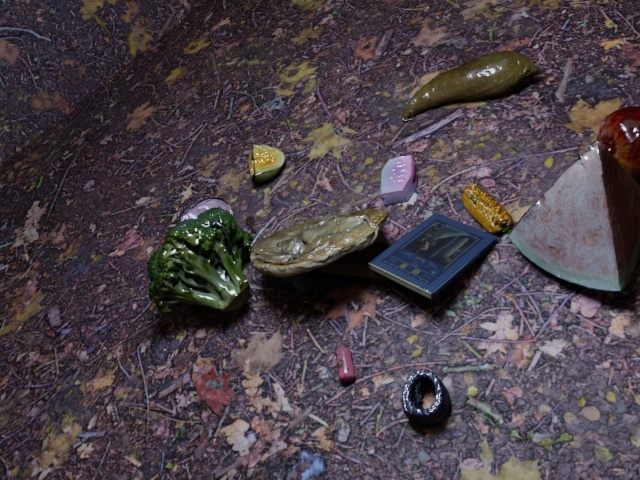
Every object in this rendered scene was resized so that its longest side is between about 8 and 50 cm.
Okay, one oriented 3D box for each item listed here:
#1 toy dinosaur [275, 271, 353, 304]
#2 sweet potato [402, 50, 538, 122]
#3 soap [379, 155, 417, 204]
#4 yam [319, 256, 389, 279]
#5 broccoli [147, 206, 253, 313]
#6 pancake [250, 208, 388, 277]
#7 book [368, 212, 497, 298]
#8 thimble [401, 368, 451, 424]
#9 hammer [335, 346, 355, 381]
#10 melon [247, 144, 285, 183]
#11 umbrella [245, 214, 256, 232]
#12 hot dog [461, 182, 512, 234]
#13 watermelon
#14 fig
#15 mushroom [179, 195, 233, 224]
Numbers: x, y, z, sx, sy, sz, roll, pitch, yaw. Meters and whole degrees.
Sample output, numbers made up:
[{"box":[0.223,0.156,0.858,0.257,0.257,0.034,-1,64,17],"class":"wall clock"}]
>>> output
[{"box":[-0.037,0.078,1.585,0.188,0.075,0.247,-21,38,-5],"class":"toy dinosaur"},{"box":[0.443,-0.480,1.780,0.423,0.130,0.130,-14,46,25],"class":"sweet potato"},{"box":[0.225,-0.177,1.664,0.100,0.056,0.149,-7,49,19],"class":"soap"},{"box":[0.130,0.072,1.474,0.274,0.061,0.061,3,53,24],"class":"yam"},{"box":[-0.307,0.076,1.587,0.283,0.304,0.321,43,102,21],"class":"broccoli"},{"box":[-0.001,0.000,1.513,0.387,0.082,0.387,-20,16,6],"class":"pancake"},{"box":[0.276,0.029,1.417,0.269,0.025,0.191,-34,41,-31],"class":"book"},{"box":[0.221,0.328,1.209,0.095,0.066,0.104,10,56,37],"class":"thimble"},{"box":[0.057,0.289,1.348,0.043,0.043,0.083,-19,47,11],"class":"hammer"},{"box":[-0.178,-0.245,1.927,0.128,0.079,0.160,-7,45,-2],"class":"melon"},{"box":[-0.216,-0.051,1.808,0.031,0.020,0.083,-29,49,2],"class":"umbrella"},{"box":[0.421,-0.081,1.476,0.072,0.055,0.188,-30,43,-2],"class":"hot dog"},{"box":[0.604,-0.050,1.234,0.283,0.292,0.250,-42,75,-13],"class":"watermelon"},{"box":[0.772,-0.237,1.373,0.207,0.175,0.175,-14,45,-5],"class":"fig"},{"box":[-0.363,-0.051,1.817,0.188,0.141,0.117,-44,12,-20],"class":"mushroom"}]
